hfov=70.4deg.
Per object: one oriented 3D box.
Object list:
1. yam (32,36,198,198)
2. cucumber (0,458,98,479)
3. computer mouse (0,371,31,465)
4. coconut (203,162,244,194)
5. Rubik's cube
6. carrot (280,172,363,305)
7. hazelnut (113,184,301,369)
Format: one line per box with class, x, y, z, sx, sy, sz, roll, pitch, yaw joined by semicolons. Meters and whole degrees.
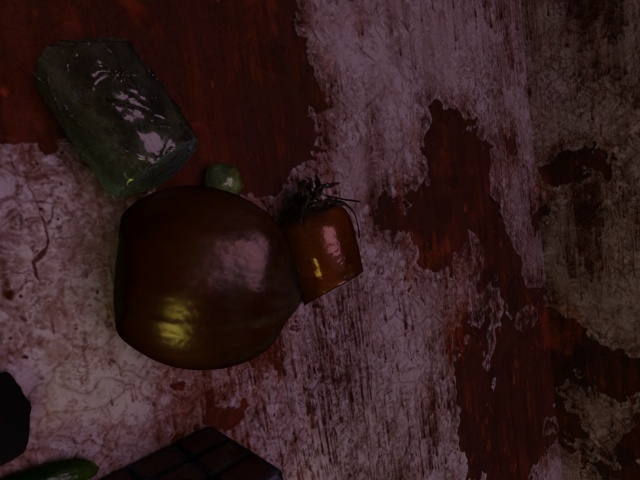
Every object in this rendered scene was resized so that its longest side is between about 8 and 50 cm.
yam;-0.375;-0.243;0.860;0.271;0.201;0.202;52;19;-11
cucumber;-0.529;0.442;0.805;0.250;0.056;0.056;-5;92;-43
computer mouse;-0.617;0.328;0.711;0.295;0.087;0.168;-17;97;-42
coconut;-0.223;-0.137;1.060;0.096;0.088;0.088;6;85;-35
Rubik's cube;-0.248;0.600;0.879;0.304;0.305;0.301;-14;97;-38
carrot;0.000;0.000;1.166;0.193;0.214;0.331;-26;102;-39
hazelnut;-0.225;0.067;0.885;0.366;0.366;0.366;1;89;-40
